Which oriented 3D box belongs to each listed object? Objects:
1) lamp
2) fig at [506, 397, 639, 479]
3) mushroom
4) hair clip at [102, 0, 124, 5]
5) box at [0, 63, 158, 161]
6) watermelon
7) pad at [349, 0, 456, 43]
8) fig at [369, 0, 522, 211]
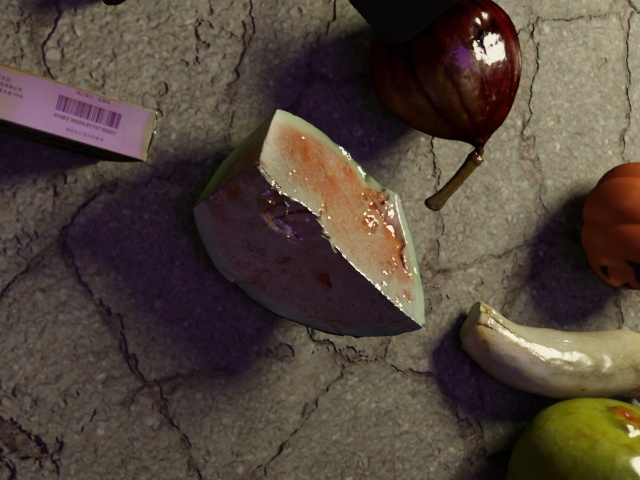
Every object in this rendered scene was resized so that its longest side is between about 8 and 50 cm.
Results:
[{"bbox_3d":[0.449,-0.019,1.829,0.188,0.164,0.187,-6,98,-50],"label":"lamp"},{"bbox_3d":[0.379,0.379,1.771,0.258,0.258,0.326,-6,112,-25],"label":"fig"},{"bbox_3d":[0.352,0.167,1.829,0.351,0.095,0.122,13,65,-26],"label":"mushroom"},{"bbox_3d":[-0.140,-0.401,1.568,0.331,0.085,0.101,-34,108,-22],"label":"hair clip"},{"bbox_3d":[-0.331,-0.148,1.439,0.261,0.175,0.062,16,86,-25],"label":"box"},{"bbox_3d":[0.000,0.000,1.600,0.305,0.180,0.224,42,86,-19],"label":"watermelon"},{"bbox_3d":[0.147,-0.415,1.639,0.323,0.055,0.250,-32,69,-15],"label":"pad"},{"bbox_3d":[0.185,-0.194,1.672,0.204,0.186,0.249,-30,94,-39],"label":"fig"}]
